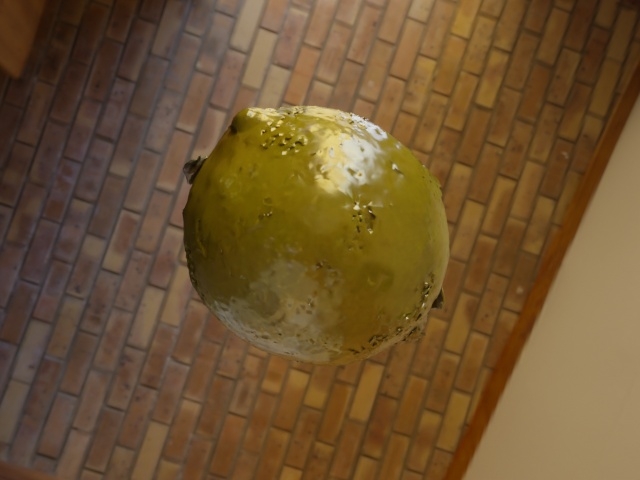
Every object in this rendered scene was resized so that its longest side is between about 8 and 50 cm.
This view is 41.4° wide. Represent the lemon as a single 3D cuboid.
[{"bbox_3d":[0.000,0.000,0.584,0.173,0.206,0.173,-49,-166,17],"label":"lemon"}]
